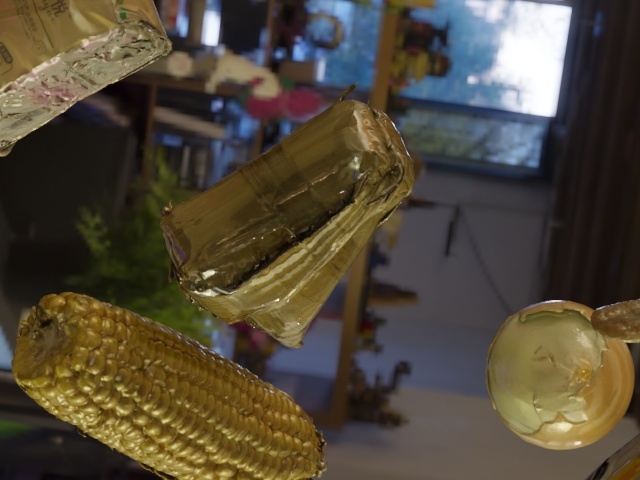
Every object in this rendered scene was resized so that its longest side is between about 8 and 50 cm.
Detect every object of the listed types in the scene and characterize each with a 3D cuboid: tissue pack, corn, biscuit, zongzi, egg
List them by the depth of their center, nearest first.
[{"bbox_3d":[0.000,0.000,1.073,0.197,0.194,0.099,43,17,-51],"label":"zongzi"},{"bbox_3d":[-0.105,0.131,1.110,0.318,0.115,0.115,38,51,-44],"label":"corn"},{"bbox_3d":[-0.265,-0.234,1.223,0.123,0.215,0.257,15,51,-66],"label":"tissue pack"},{"bbox_3d":[0.320,0.068,1.308,0.071,0.147,0.018,-121,-156,-66],"label":"biscuit"},{"bbox_3d":[0.330,0.187,1.944,0.244,0.201,0.201,37,59,-64],"label":"egg"}]

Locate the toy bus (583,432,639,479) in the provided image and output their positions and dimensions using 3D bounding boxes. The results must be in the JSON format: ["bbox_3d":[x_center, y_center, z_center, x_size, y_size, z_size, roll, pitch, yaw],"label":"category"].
[{"bbox_3d":[0.078,0.131,0.493,0.172,0.057,0.072,-43,-175,14],"label":"toy bus"}]
